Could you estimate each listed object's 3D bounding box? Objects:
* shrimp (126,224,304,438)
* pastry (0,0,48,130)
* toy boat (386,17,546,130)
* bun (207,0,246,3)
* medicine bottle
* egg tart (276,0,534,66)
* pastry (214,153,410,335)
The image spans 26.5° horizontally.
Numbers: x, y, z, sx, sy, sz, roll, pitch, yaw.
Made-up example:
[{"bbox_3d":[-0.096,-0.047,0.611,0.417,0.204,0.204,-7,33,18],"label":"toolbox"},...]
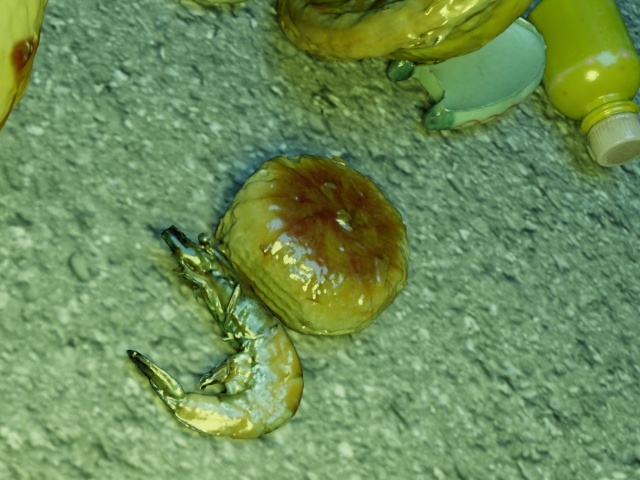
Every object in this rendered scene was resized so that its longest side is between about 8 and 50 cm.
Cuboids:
[{"bbox_3d":[-0.107,0.090,1.272,0.150,0.051,0.217,-31,82,-33],"label":"shrimp"},{"bbox_3d":[-0.400,-0.186,1.100,0.388,0.312,0.388,-8,47,8],"label":"pastry"},{"bbox_3d":[0.178,-0.197,1.620,0.208,0.079,0.134,-28,69,-28],"label":"toy boat"},{"bbox_3d":[-0.119,-0.354,1.517,0.183,0.102,0.183,16,55,-24],"label":"bun"},{"bbox_3d":[0.335,-0.196,1.666,0.122,0.122,0.212,0,61,-30],"label":"medicine bottle"},{"bbox_3d":[0.131,-0.325,1.502,0.169,0.388,0.388,44,42,-35],"label":"egg tart"},{"bbox_3d":[0.000,0.000,1.361,0.192,0.093,0.182,43,46,2],"label":"pastry"}]
